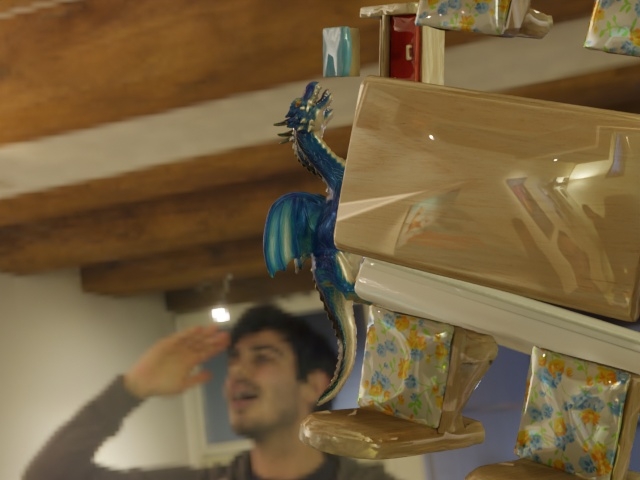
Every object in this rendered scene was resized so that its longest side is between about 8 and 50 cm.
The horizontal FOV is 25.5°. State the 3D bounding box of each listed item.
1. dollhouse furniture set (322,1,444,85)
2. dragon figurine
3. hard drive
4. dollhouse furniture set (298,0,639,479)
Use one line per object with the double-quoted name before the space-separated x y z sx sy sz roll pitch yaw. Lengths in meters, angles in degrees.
"dollhouse furniture set" 0.044 -0.202 1.137 0.129 0.184 0.129 -4 6 -32
"dragon figurine" 0.000 0.000 1.341 0.144 0.289 0.085 15 5 18
"hard drive" 0.204 0.078 1.067 0.307 0.040 0.203 18 1 39
"dollhouse furniture set" 0.152 -0.018 0.791 0.394 0.362 0.256 14 6 38
